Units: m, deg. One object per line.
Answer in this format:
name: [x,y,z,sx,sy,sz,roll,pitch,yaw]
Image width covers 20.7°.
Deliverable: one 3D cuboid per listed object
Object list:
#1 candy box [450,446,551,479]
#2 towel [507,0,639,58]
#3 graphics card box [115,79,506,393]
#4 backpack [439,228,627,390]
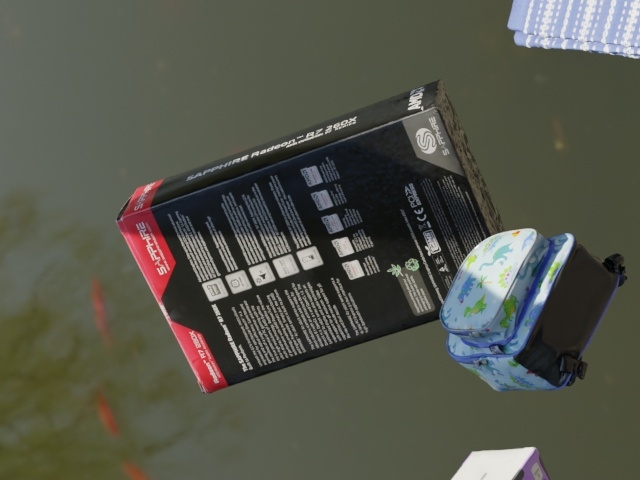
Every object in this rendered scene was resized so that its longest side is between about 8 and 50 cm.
candy box: [0.148,0.292,1.396,0.070,0.165,0.196,-10,115,41]
towel: [0.260,-0.267,1.426,0.336,0.040,0.243,-154,76,-68]
graphics card box: [0.000,0.000,1.870,0.371,0.094,0.232,-19,110,17]
backpack: [0.133,0.046,1.193,0.084,0.105,0.114,34,158,-17]
